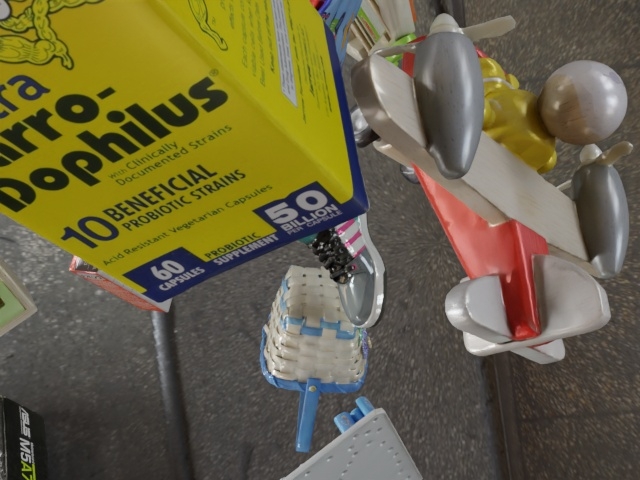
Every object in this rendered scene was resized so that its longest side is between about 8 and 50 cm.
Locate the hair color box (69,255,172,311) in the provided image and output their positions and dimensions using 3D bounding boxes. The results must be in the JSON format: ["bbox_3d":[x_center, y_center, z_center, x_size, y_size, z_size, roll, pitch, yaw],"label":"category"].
[{"bbox_3d":[-0.266,0.031,1.094,0.053,0.167,0.093,4,69,25],"label":"hair color box"}]

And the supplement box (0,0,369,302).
[{"bbox_3d":[-0.144,-0.136,0.504,0.194,0.356,0.195,-24,53,21],"label":"supplement box"}]

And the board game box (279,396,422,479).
[{"bbox_3d":[-0.016,0.470,1.382,0.390,0.390,0.050,-36,54,-7],"label":"board game box"}]

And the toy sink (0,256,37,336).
[{"bbox_3d":[-0.676,0.075,1.482,0.153,0.131,0.234,-36,121,-15],"label":"toy sink"}]

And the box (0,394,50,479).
[{"bbox_3d":[-0.247,0.223,0.489,0.184,0.045,0.190,-41,40,8],"label":"box"}]

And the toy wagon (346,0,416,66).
[{"bbox_3d":[0.045,-0.391,1.277,0.068,0.344,0.267,-33,92,-9],"label":"toy wagon"}]

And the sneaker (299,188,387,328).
[{"bbox_3d":[0.000,0.000,1.269,0.124,0.178,0.295,-36,60,49],"label":"sneaker"}]

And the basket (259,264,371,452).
[{"bbox_3d":[-0.012,0.213,1.460,0.201,0.254,0.289,9,122,-6],"label":"basket"}]

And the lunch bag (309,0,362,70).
[{"bbox_3d":[-0.111,-0.269,0.822,0.293,0.221,0.138,20,107,3],"label":"lunch bag"}]

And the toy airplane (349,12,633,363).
[{"bbox_3d":[0.206,-0.068,0.818,0.272,0.386,0.384,-40,92,24],"label":"toy airplane"}]
